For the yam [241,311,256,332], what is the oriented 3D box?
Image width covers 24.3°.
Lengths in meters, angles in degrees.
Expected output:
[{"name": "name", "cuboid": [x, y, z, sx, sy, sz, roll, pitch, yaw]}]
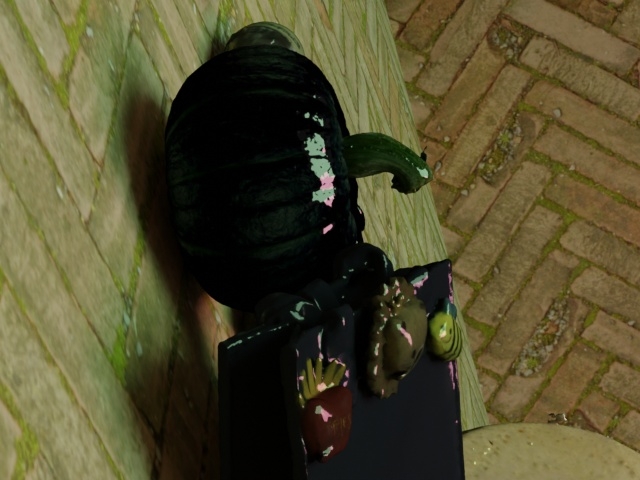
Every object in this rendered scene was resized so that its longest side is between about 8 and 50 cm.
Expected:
[{"name": "yam", "cuboid": [-0.070, 0.077, 1.515, 0.129, 0.027, 0.033, -95, 167, -46]}]

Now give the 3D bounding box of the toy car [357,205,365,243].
[{"name": "toy car", "cuboid": [-0.002, 0.000, 1.731, 0.193, 0.118, 0.301, -115, -179, -62]}]

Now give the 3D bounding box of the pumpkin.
[{"name": "pumpkin", "cuboid": [-0.022, -0.062, 1.361, 0.248, 0.248, 0.248, -15, 90, -79]}]

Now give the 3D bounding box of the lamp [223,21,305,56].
[{"name": "lamp", "cuboid": [-0.070, -0.198, 1.721, 0.250, 0.101, 0.101, -67, 141, -65]}]

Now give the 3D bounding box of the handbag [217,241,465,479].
[{"name": "handbag", "cuboid": [0.030, 0.180, 1.246, 0.303, 0.122, 0.329, -26, 118, -61]}]

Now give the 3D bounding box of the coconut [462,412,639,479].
[{"name": "coconut", "cuboid": [0.211, 0.422, 1.621, 0.404, 0.404, 0.404, -15, 90, -79]}]
